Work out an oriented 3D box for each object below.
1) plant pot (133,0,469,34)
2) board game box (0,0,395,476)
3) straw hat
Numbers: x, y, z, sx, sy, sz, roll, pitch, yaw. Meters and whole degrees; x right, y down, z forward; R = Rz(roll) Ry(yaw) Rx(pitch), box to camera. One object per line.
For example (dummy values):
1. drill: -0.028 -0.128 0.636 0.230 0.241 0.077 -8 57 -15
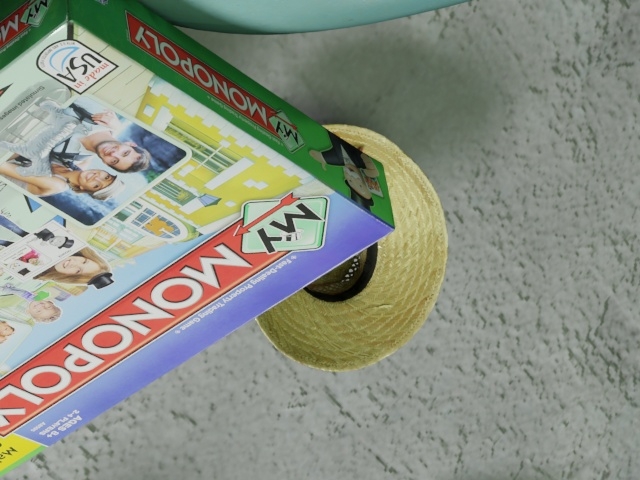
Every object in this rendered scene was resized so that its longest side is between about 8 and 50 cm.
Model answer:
1. plant pot: -0.011 -0.225 0.838 0.235 0.293 0.293 -21 125 -8
2. board game box: -0.153 0.014 0.893 0.317 0.046 0.213 -33 137 26
3. straw hat: 0.000 0.000 1.098 0.144 0.061 0.144 -4 99 -29
